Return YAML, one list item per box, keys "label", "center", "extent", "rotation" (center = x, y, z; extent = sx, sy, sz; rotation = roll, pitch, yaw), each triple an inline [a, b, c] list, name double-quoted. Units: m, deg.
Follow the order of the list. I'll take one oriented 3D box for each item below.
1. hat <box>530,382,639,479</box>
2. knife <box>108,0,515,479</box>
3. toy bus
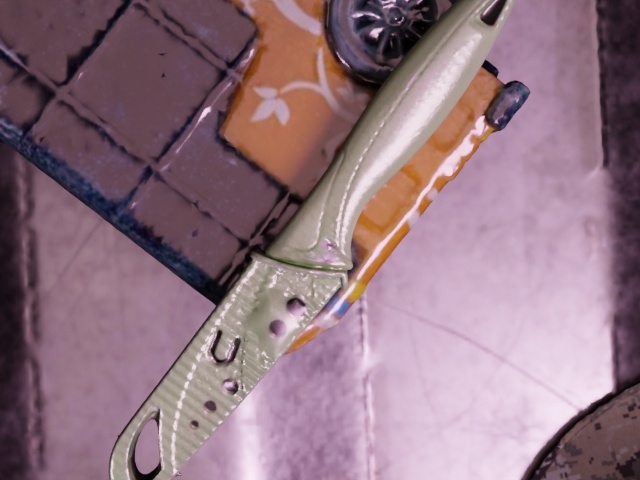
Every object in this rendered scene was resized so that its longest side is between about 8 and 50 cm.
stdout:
- label: "hat"
  center: [0.226, 0.190, 0.643]
  extent: [0.265, 0.128, 0.265]
  rotation: [0, 89, 2]
- label: "knife"
  center: [0.000, 0.000, 0.543]
  extent: [0.043, 0.020, 0.293]
  rotation: [38, 93, -6]
- label: "toy bus"
  center: [-0.081, -0.106, 0.619]
  extent: [0.323, 0.162, 0.194]
  rotation: [37, 92, -3]
